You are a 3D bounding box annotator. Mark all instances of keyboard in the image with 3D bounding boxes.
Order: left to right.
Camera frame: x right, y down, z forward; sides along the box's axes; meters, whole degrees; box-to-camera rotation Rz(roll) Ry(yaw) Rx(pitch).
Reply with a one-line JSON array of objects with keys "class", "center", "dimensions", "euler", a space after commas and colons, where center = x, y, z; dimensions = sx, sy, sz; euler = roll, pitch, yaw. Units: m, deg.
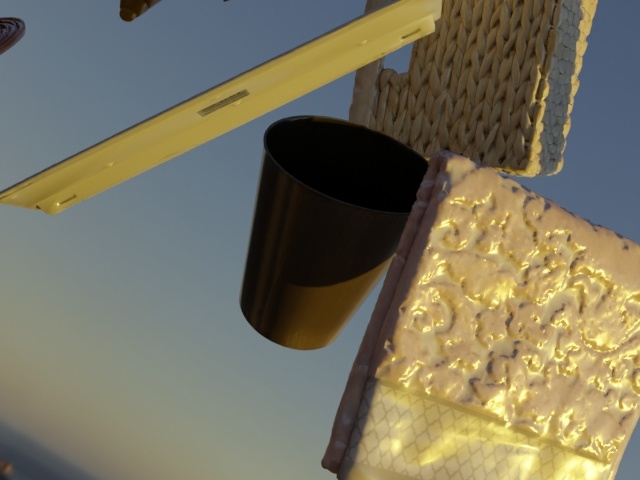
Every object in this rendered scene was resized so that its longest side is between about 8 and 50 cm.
[{"class": "keyboard", "center": [-0.051, -0.074, 0.622], "dimensions": [0.072, 0.256, 0.014], "euler": [44, 21, -79]}]

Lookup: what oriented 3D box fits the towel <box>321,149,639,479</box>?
[{"class": "towel", "center": [0.188, 0.118, 1.095], "dimensions": [0.332, 0.317, 0.053], "euler": [24, -6, -29]}]

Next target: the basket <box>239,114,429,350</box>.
[{"class": "basket", "center": [0.000, 0.000, 1.284], "dimensions": [0.204, 0.154, 0.227], "euler": [15, -52, -14]}]

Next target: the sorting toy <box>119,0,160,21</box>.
[{"class": "sorting toy", "center": [-0.396, -0.459, 1.842], "dimensions": [0.366, 0.126, 0.127], "euler": [27, -18, -7]}]

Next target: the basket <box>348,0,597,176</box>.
[{"class": "basket", "center": [0.225, -0.258, 1.655], "dimensions": [0.266, 0.328, 0.331], "euler": [12, 6, 18]}]

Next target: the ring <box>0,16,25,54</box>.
[{"class": "ring", "center": [-0.489, -0.192, 1.270], "dimensions": [0.337, 0.337, 0.032], "euler": [14, -53, 48]}]
